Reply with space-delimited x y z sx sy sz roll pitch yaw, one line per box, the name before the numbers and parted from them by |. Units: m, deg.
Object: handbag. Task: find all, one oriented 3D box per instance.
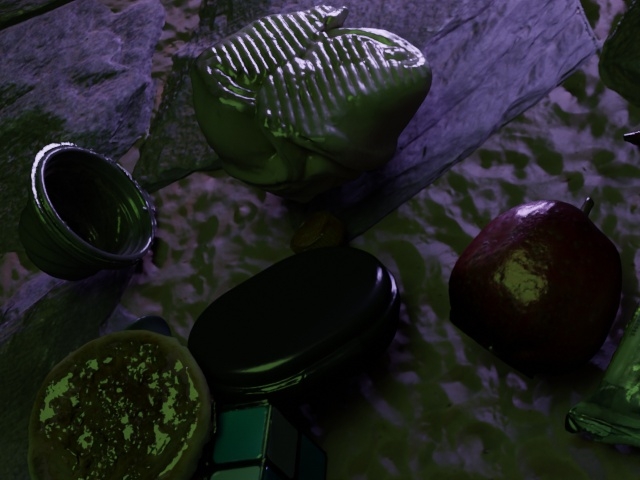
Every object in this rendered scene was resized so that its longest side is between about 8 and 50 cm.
handbag | -0.033 0.124 1.848 0.308 0.093 0.254 -30 33 -15

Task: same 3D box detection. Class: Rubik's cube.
Rubik's cube | -0.109 0.327 1.752 0.180 0.167 0.183 -13 53 22

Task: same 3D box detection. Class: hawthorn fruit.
hawthorn fruit | 0.280 0.049 1.699 0.215 0.215 0.250 21 63 40

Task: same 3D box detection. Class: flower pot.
flower pot | -0.391 -0.028 2.180 0.140 0.235 0.236 -38 41 34

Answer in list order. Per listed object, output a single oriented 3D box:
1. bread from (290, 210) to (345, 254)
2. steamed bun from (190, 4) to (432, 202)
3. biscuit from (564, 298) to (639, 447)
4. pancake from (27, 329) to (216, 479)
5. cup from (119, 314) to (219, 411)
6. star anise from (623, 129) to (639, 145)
bread | 0.000 0.000 2.004 0.085 0.053 0.085 -35 28 22
steamed bun | -0.018 -0.189 2.052 0.309 0.219 0.324 32 52 28
biscuit | 0.431 0.118 1.628 0.186 0.079 0.309 14 67 40
pancake | -0.263 0.232 1.758 0.282 0.049 0.283 -12 59 21
cup | -0.220 0.224 1.910 0.150 0.199 0.199 27 74 24
star anise | 0.517 -0.154 1.767 0.272 0.102 0.272 -29 51 45
